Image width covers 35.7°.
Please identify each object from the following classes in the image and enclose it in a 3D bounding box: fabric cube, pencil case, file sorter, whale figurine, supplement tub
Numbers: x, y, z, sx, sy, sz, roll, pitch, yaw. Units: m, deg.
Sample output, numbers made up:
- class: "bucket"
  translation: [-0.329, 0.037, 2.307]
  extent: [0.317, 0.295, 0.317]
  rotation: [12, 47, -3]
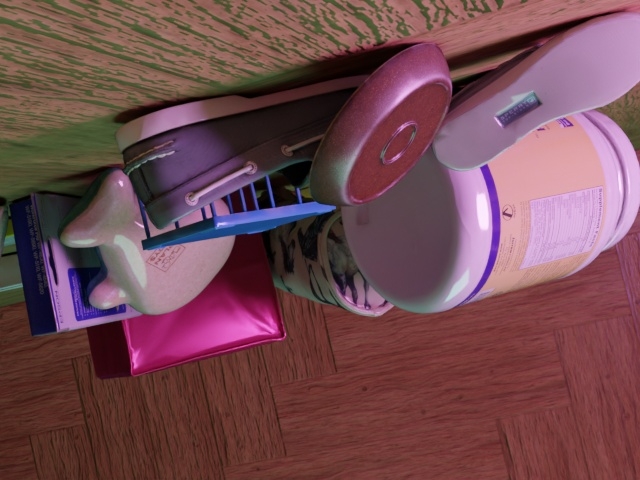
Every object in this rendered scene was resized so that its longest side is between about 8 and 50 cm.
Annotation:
- class: "fabric cube"
  translation: [-0.237, 0.074, 1.593]
  extent: [0.254, 0.259, 0.258]
  rotation: [-11, 176, -25]
- class: "pencil case"
  translation: [0.000, 0.000, 1.535]
  extent: [0.160, 0.183, 0.410]
  rotation: [-1, -175, -22]
- class: "file sorter"
  translation: [-0.092, -0.060, 1.026]
  extent: [0.118, 0.104, 0.170]
  rotation: [-14, 177, 43]
- class: "whale figurine"
  translation: [-0.221, -0.018, 1.199]
  extent: [0.216, 0.141, 0.272]
  rotation: [-51, 152, 3]
- class: "supplement tub"
  translation: [0.218, -0.054, 1.246]
  extent: [0.331, 0.241, 0.241]
  rotation: [-12, 178, -36]

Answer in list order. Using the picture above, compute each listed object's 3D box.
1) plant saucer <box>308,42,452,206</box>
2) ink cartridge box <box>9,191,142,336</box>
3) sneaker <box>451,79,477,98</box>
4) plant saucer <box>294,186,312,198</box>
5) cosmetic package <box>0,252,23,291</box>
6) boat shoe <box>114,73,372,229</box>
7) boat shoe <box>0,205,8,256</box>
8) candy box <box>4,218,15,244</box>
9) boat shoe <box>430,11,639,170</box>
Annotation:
- class: "plant saucer"
  translation: [0.058, -0.090, 0.850]
  extent: [0.168, 0.029, 0.168]
  rotation: [-40, 158, -20]
- class: "ink cartridge box"
  translation: [-0.313, 0.030, 1.257]
  extent: [0.065, 0.165, 0.333]
  rotation: [-11, 177, 5]
- class: "sneaker"
  translation: [0.170, -0.150, 1.043]
  extent: [0.170, 0.051, 0.089]
  rotation: [-18, 178, -3]
- class: "plant saucer"
  translation: [0.000, -0.057, 2.004]
  extent: [0.333, 0.081, 0.333]
  rotation: [-15, 177, 28]
- class: "cosmetic package"
  translation: [-0.591, 0.063, 1.806]
  extent: [0.239, 0.060, 0.099]
  rotation: [-13, 180, -18]
- class: "boat shoe"
  translation: [-0.024, -0.083, 0.904]
  extent: [0.319, 0.099, 0.116]
  rotation: [-13, 175, -28]
- class: "boat shoe"
  translation: [-0.422, 0.008, 1.191]
  extent: [0.079, 0.084, 0.233]
  rotation: [15, 161, -22]
- class: "candy box"
  translation: [-0.480, 0.003, 1.362]
  extent: [0.206, 0.027, 0.105]
  rotation: [-13, 180, 15]
- class: "boat shoe"
  translation: [0.200, -0.149, 0.923]
  extent: [0.227, 0.079, 0.081]
  rotation: [-29, -152, 18]
